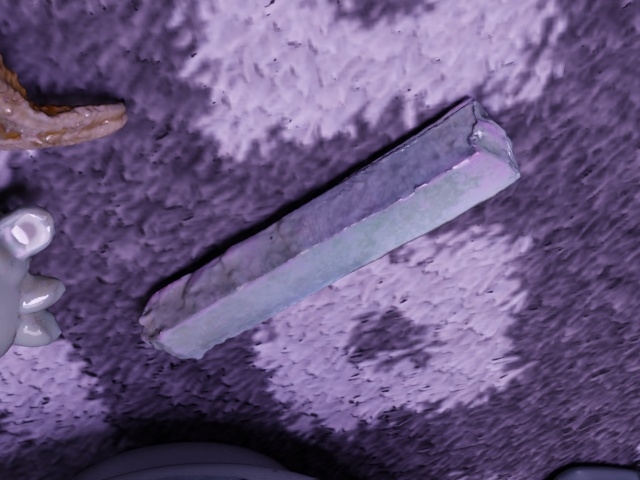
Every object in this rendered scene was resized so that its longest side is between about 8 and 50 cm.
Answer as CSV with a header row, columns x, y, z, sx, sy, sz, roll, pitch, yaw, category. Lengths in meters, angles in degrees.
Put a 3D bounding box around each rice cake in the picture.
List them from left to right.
x,y,z,sx,sy,sz,roll,pitch,yaw,category
0.000,0.000,0.473,0.211,0.034,0.043,-30,141,14,rice cake

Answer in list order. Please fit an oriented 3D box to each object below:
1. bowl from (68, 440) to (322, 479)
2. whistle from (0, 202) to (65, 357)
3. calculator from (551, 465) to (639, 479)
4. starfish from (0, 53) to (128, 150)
x,y,z,sx,sy,sz,roll,pitch,yaw,category
-0.084,0.255,0.581,0.435,0.196,0.435,-7,134,-8,bowl
-0.224,0.049,0.418,0.253,0.101,0.106,-29,174,6,whistle
0.195,0.256,0.753,0.141,0.045,0.246,14,128,-25,calculator
-0.152,-0.073,0.336,0.247,0.050,0.138,1,150,-11,starfish
